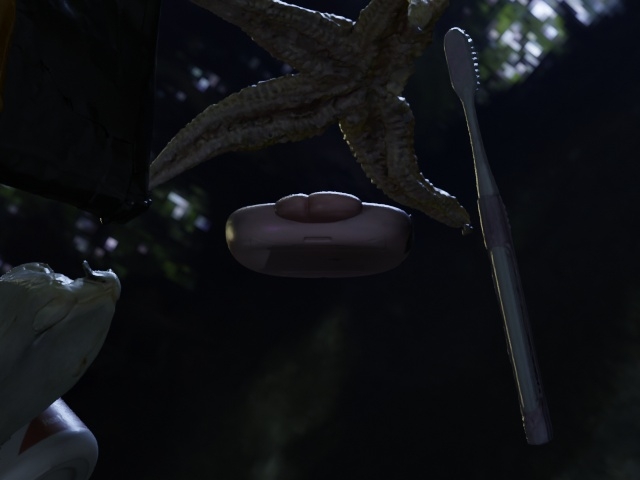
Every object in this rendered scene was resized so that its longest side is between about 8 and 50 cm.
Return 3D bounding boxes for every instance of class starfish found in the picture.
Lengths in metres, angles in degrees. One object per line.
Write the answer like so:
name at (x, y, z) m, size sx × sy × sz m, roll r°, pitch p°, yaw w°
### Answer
starfish at (0.016, -0.142, 1.967) m, size 0.398 × 0.383 × 0.132 m, roll 113°, pitch -31°, yaw -55°

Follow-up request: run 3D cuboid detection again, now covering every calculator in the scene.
calculator at (0.000, 0.000, 1.065) m, size 0.103 × 0.166 × 0.024 m, roll 0°, pitch -101°, yaw 2°

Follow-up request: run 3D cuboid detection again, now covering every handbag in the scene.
handbag at (-0.235, -0.156, 1.707) m, size 0.080 × 0.223 × 0.247 m, roll -25°, pitch -125°, yaw 48°

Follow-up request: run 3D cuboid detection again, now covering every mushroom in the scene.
mushroom at (-0.259, 0.111, 1.451) m, size 0.278 × 0.096 × 0.099 m, roll -42°, pitch -173°, yaw 12°

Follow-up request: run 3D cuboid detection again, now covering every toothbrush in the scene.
toothbrush at (0.150, -0.003, 1.612) m, size 0.024 × 0.029 × 0.354 m, roll -10°, pitch -86°, yaw 28°

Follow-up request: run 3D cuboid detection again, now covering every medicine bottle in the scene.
medicine bottle at (-0.348, 0.140, 1.777) m, size 0.289 × 0.157 × 0.157 m, roll 45°, pitch -80°, yaw 19°

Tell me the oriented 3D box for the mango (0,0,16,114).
mango at (-0.325, -0.127, 1.490) m, size 0.201 × 0.152 × 0.287 m, roll -3°, pitch -99°, yaw 25°
